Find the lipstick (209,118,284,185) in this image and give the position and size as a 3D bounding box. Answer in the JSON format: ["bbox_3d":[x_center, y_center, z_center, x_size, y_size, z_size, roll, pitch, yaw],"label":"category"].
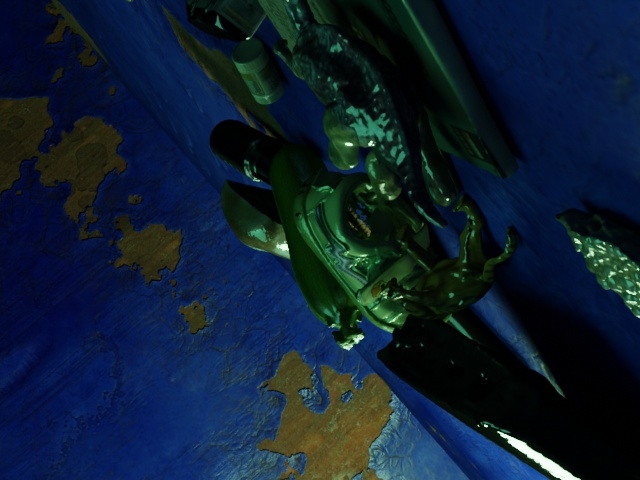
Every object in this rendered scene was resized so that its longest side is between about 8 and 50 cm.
[{"bbox_3d":[-0.086,-0.131,1.759,0.300,0.081,0.081,30,160,51],"label":"lipstick"}]

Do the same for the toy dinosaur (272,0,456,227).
[{"bbox_3d":[0.026,-0.125,0.904,0.294,0.077,0.162,48,172,12],"label":"toy dinosaur"}]

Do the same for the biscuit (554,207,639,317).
[{"bbox_3d":[0.277,0.057,0.777,0.133,0.032,0.250,53,171,-32],"label":"biscuit"}]

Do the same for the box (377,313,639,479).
[{"bbox_3d":[0.259,0.220,1.234,0.350,0.091,0.359,34,177,-20],"label":"box"}]

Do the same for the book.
[{"bbox_3d":[0.017,-0.207,0.972,0.264,0.031,0.379,54,171,-33],"label":"book"}]

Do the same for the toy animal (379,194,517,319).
[{"bbox_3d":[0.151,0.037,1.162,0.116,0.114,0.255,29,164,-10],"label":"toy animal"}]

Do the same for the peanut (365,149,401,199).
[{"bbox_3d":[0.075,-0.077,1.272,0.037,0.037,0.083,44,165,35],"label":"peanut"}]

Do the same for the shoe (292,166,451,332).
[{"bbox_3d":[0.072,0.019,1.354,0.262,0.140,0.128,46,166,-8],"label":"shoe"}]

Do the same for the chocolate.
[{"bbox_3d":[-0.049,-0.012,1.697,0.157,0.080,0.254,37,-165,33],"label":"chocolate"}]

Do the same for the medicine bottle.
[{"bbox_3d":[-0.081,-0.222,1.405,0.047,0.047,0.083,44,171,38],"label":"medicine bottle"}]

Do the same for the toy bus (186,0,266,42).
[{"bbox_3d":[-0.106,-0.268,1.214,0.057,0.072,0.172,35,180,-24],"label":"toy bus"}]

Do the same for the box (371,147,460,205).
[{"bbox_3d":[0.090,-0.093,1.113,0.126,0.031,0.091,45,171,40],"label":"box"}]

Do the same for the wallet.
[{"bbox_3d":[0.215,0.153,1.551,0.229,0.049,0.182,45,168,19],"label":"wallet"}]

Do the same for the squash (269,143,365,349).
[{"bbox_3d":[0.000,0.000,1.503,0.101,0.101,0.378,57,-170,-46],"label":"squash"}]
